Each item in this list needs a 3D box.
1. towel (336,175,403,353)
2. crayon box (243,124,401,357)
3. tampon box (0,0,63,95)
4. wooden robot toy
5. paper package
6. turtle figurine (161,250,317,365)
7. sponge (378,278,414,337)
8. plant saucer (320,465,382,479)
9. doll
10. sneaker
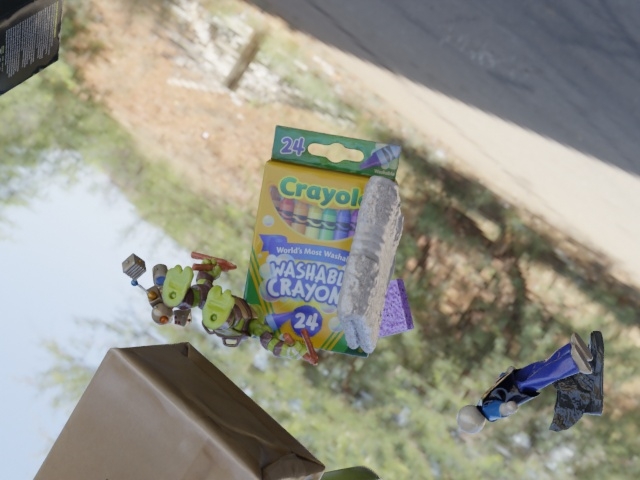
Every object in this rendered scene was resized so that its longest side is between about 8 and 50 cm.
[{"bbox_3d":[0.068,0.041,1.477,0.049,0.187,0.282,11,168,8],"label":"towel"},{"bbox_3d":[0.000,0.000,1.705,0.203,0.323,0.083,9,-173,1],"label":"crayon box"},{"bbox_3d":[-0.350,-0.211,1.095,0.120,0.161,0.101,31,135,13],"label":"tampon box"},{"bbox_3d":[-0.250,0.097,1.790,0.173,0.076,0.079,60,-174,-36],"label":"wooden robot toy"},{"bbox_3d":[-0.209,0.345,1.497,0.309,0.325,0.168,38,-165,24],"label":"paper package"},{"bbox_3d":[-0.136,0.093,1.558,0.269,0.087,0.217,42,-175,25],"label":"turtle figurine"},{"bbox_3d":[0.106,0.166,2.514,0.210,0.117,0.031,-18,169,35],"label":"sponge"},{"bbox_3d":[0.000,0.477,2.190,0.241,0.241,0.037,34,-139,-71],"label":"plant saucer"},{"bbox_3d":[0.249,0.186,1.404,0.046,0.189,0.129,53,-158,-7],"label":"doll"},{"bbox_3d":[0.429,0.236,1.879,0.089,0.170,0.051,1,178,9],"label":"sneaker"}]
